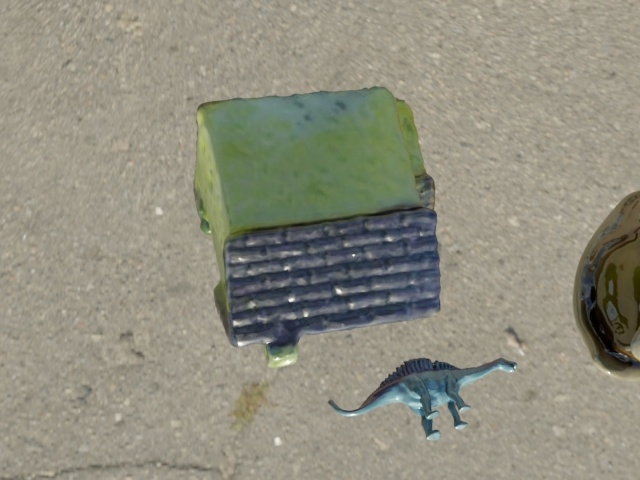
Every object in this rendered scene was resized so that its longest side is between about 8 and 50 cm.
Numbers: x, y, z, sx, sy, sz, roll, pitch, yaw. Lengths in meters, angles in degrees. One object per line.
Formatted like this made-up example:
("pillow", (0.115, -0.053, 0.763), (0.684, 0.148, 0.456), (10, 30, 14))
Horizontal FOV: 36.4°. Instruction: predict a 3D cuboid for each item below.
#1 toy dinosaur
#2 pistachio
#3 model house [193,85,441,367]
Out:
("toy dinosaur", (0.107, 0.155, 0.979), (0.197, 0.080, 0.045), (-12, 131, -6))
("pistachio", (0.328, 0.035, 0.934), (0.153, 0.138, 0.238), (47, 57, -4))
("model house", (0.000, 0.000, 0.838), (0.194, 0.211, 0.170), (-6, 157, -15))
